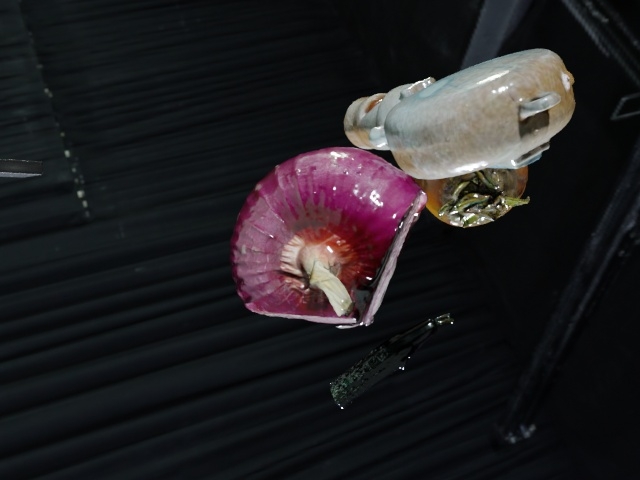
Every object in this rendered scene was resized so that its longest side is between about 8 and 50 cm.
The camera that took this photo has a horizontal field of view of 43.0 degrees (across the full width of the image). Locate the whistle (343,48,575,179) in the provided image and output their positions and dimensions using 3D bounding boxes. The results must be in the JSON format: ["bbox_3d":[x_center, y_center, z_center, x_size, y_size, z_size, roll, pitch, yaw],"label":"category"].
[{"bbox_3d":[0.074,-0.073,0.500,0.220,0.107,0.057,14,-51,66],"label":"whistle"}]

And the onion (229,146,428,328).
[{"bbox_3d":[0.001,-0.005,1.087,0.230,0.256,0.272,22,-20,16],"label":"onion"}]

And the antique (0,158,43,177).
[{"bbox_3d":[-0.338,-0.067,0.737,0.031,0.192,0.015,-6,-91,31],"label":"antique"}]

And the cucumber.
[{"bbox_3d":[0.081,0.134,0.927,0.039,0.163,0.043,58,11,31],"label":"cucumber"}]

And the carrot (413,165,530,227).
[{"bbox_3d":[0.258,-0.134,1.401,0.193,0.214,0.331,41,26,-30],"label":"carrot"}]
